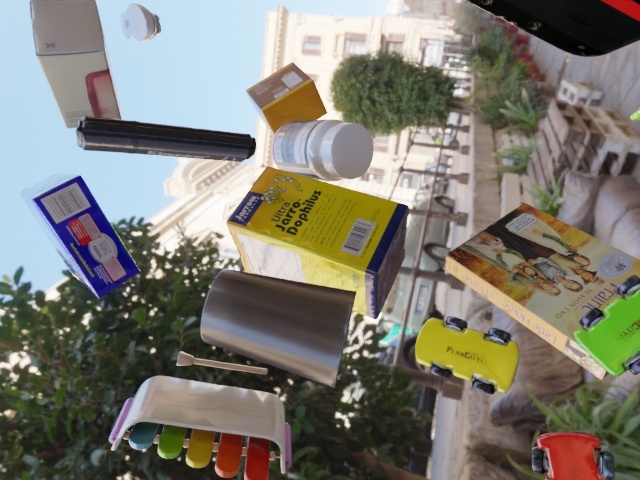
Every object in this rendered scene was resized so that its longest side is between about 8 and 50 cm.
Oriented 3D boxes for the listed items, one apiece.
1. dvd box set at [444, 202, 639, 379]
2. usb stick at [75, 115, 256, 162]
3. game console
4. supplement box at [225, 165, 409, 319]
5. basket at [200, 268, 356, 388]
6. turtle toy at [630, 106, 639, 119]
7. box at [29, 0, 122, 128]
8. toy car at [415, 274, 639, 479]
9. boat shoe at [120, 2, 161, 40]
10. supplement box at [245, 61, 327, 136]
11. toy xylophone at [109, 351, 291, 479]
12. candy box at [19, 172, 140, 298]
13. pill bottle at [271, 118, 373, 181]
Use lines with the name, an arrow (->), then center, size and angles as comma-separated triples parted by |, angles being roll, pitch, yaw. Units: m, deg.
dvd box set -> 0.551, 0.086, 1.084 | 0.307, 0.420, 0.062 | -29, -46, -20
usb stick -> -0.245, -0.161, 0.763 | 0.077, 0.278, 0.045 | -26, 68, 60
game console -> 0.350, -0.401, 0.661 | 0.342, 0.386, 0.060 | -155, 87, -81
supplement box -> 0.000, 0.000, 1.070 | 0.194, 0.356, 0.195 | 82, -148, -53
basket -> -0.067, 0.134, 0.770 | 0.204, 0.226, 0.154 | -40, -37, -82
turtle toy -> 0.391, -0.129, 0.470 | 0.095, 0.130, 0.066 | -8, -83, -55
box -> -0.524, -0.378, 1.017 | 0.232, 0.126, 0.149 | 121, 134, -63
toy car -> 0.235, 0.119, 0.423 | 0.225, 0.239, 0.053 | -43, -33, 9
boat shoe -> -0.503, -0.620, 1.341 | 0.088, 0.267, 0.096 | -16, -68, -29
supplement box -> -0.115, -0.461, 1.546 | 0.194, 0.191, 0.129 | 57, 178, 46
toy xylophone -> -0.198, 0.317, 0.863 | 0.236, 0.322, 0.081 | -80, 5, -72
candy box -> -0.608, -0.023, 1.164 | 0.122, 0.317, 0.268 | -36, -62, -29
pill bottle -> 0.002, -0.241, 1.247 | 0.161, 0.283, 0.161 | -9, -75, -34
